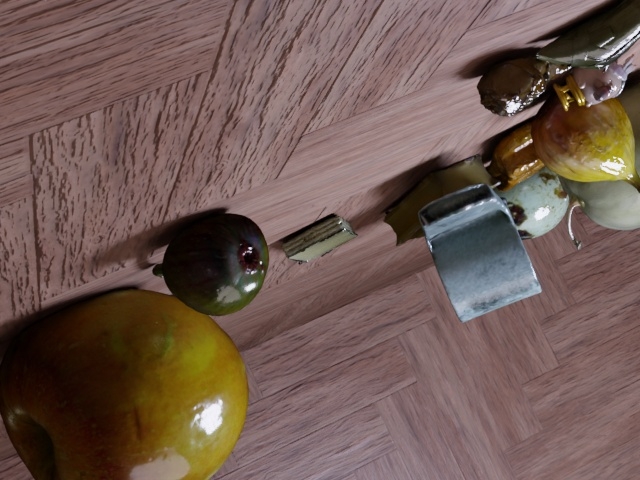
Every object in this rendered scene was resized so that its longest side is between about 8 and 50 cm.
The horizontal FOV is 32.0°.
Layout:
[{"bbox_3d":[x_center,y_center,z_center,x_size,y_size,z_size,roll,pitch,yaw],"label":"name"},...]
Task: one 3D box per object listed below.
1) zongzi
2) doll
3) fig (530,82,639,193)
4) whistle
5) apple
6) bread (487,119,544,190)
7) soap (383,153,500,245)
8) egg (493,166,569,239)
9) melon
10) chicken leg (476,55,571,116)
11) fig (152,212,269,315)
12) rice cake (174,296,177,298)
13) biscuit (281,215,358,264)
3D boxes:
[{"bbox_3d":[0.359,-0.273,1.411,0.130,0.062,0.154,-2,152,-37],"label":"zongzi"},{"bbox_3d":[0.420,-0.238,1.682,0.127,0.073,0.084,-25,-149,14],"label":"doll"},{"bbox_3d":[0.455,-0.135,1.789,0.159,0.257,0.159,-45,-178,2],"label":"fig"},{"bbox_3d":[0.282,-0.004,2.058,0.168,0.188,0.405,-22,137,9],"label":"whistle"},{"bbox_3d":[-0.305,0.242,1.745,0.374,0.374,0.384,-20,-161,-36],"label":"apple"},{"bbox_3d":[0.382,-0.159,2.073,0.139,0.077,0.271,-30,173,4],"label":"bread"},{"bbox_3d":[0.225,-0.076,2.126,0.135,0.076,0.233,-21,170,-27],"label":"soap"},{"bbox_3d":[0.399,-0.082,2.302,0.231,0.169,0.169,-12,172,0],"label":"egg"},{"bbox_3d":[0.577,-0.159,2.063,0.308,0.272,0.272,-30,174,-23],"label":"melon"},{"bbox_3d":[0.272,-0.216,1.467,0.198,0.069,0.085,-30,168,-40],"label":"chicken leg"},{"bbox_3d":[-0.180,0.034,1.559,0.149,0.149,0.245,-18,-172,-43],"label":"fig"},{"bbox_3d":[-0.259,0.133,2.081,0.085,0.040,0.226,-27,172,9],"label":"rice cake"},{"bbox_3d":[0.000,0.000,2.042,0.121,0.041,0.199,-29,173,5],"label":"biscuit"}]
